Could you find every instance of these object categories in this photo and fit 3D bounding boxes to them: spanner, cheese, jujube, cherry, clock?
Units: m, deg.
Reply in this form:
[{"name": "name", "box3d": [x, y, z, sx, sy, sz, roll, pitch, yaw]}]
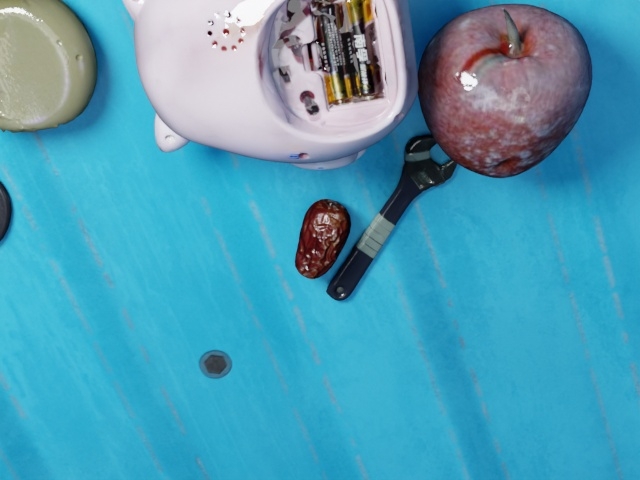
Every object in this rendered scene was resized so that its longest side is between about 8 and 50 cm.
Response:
[{"name": "spanner", "box3d": [0.106, -0.027, 1.690, 0.087, 0.024, 0.316, 24, 113, -20]}, {"name": "cheese", "box3d": [-0.401, -0.259, 1.507, 0.175, 0.091, 0.203, -8, 115, 1]}, {"name": "jujube", "box3d": [0.000, 0.000, 1.665, 0.077, 0.077, 0.129, 19, 113, -12]}, {"name": "cherry", "box3d": [0.254, -0.218, 1.499, 0.236, 0.213, 0.285, 5, 142, 14]}, {"name": "clock", "box3d": [-0.060, -0.255, 1.437, 0.376, 0.251, 0.368, -10, 116, 1]}]

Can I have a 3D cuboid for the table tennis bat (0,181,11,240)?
[{"name": "table tennis bat", "box3d": [-0.554, -0.012, 1.657, 0.150, 0.027, 0.236, 11, 114, -9]}]
